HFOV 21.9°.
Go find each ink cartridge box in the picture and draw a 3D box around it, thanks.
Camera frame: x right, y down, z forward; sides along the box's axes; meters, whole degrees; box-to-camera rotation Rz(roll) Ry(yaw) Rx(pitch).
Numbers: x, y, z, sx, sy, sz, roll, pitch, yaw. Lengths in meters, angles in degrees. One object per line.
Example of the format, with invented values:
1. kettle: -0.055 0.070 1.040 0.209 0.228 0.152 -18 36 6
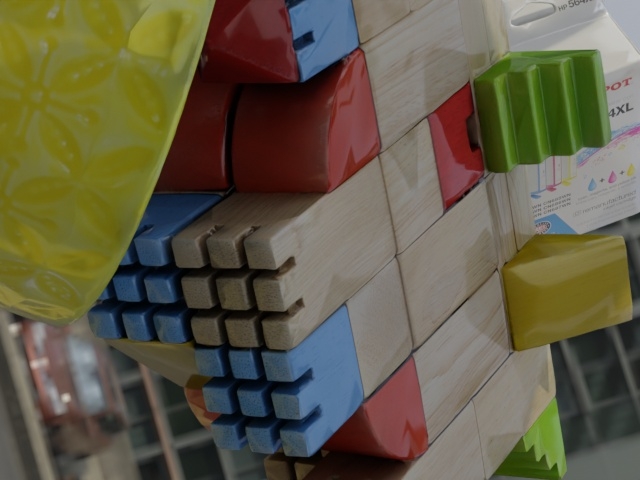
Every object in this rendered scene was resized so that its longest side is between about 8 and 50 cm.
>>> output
1. ink cartridge box: 0.128 -0.078 0.967 0.143 0.092 0.090 79 -13 -47

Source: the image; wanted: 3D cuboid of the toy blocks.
1. toy blocks: 0.000 0.000 0.760 0.261 0.190 0.381 -39 124 -52

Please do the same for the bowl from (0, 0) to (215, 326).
1. bowl: -0.143 -0.123 0.656 0.289 0.156 0.290 -166 -90 -72
